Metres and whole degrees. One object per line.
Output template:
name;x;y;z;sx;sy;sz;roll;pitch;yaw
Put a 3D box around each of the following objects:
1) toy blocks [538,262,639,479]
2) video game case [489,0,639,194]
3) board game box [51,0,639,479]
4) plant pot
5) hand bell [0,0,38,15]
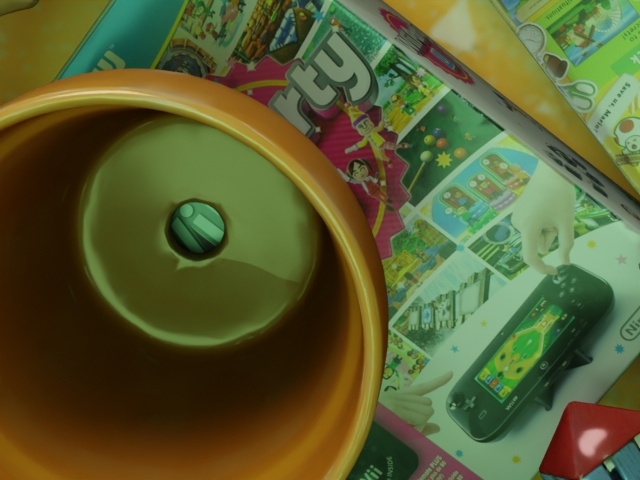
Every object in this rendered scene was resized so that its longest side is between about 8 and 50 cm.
toy blocks;0.255;0.071;0.890;0.381;0.191;0.261;-36;97;-14
video game case;0.181;-0.167;0.938;0.227;0.026;0.206;-38;85;15
board game box;0.000;0.000;0.993;0.303;0.097;0.224;37;106;-3
plant pot;-0.068;0.018;0.858;0.205;0.188;0.205;2;105;6
hand bell;-0.179;-0.082;0.947;0.126;0.126;0.242;16;91;3
